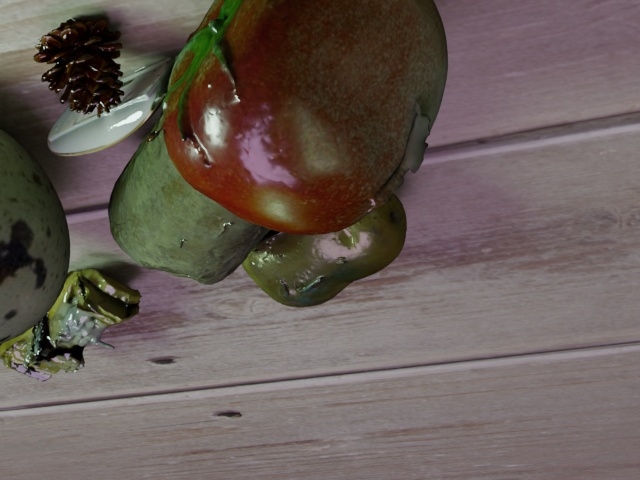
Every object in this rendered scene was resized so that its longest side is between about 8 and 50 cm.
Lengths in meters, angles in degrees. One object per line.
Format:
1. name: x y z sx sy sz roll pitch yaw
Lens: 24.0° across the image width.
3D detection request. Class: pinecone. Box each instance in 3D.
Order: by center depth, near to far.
1. pinecone: -0.259 -0.192 1.668 0.102 0.102 0.109 -18 108 36

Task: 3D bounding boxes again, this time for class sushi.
1. sushi: -0.362 0.131 2.232 0.139 0.131 0.291 26 137 -29

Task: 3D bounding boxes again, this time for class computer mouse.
1. computer mouse: -0.235 -0.150 1.741 0.199 0.102 0.045 -20 121 36

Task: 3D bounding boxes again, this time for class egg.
1. egg: -0.461 -0.011 1.835 0.288 0.287 0.379 -2 158 13

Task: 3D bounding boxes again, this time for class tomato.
1. tomato: -0.014 -0.147 1.488 0.239 0.303 0.303 32 143 -19

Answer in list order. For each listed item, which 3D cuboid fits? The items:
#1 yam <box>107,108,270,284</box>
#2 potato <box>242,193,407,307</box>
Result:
1. yam: -0.125 -0.074 1.752 0.195 0.195 0.300 16 150 -17
2. potato: 0.000 0.000 1.913 0.248 0.143 0.169 -23 151 39
